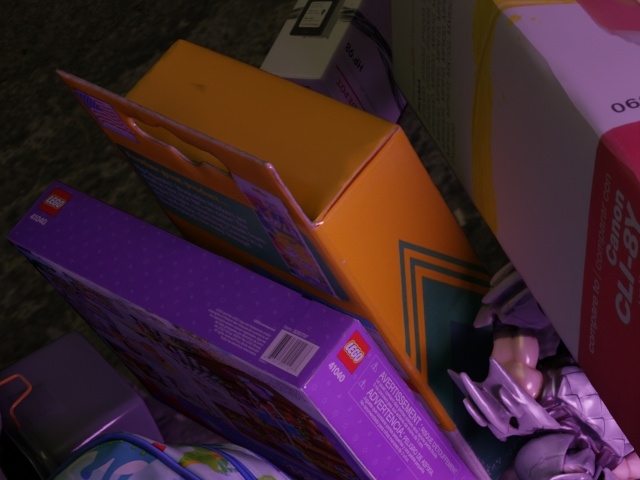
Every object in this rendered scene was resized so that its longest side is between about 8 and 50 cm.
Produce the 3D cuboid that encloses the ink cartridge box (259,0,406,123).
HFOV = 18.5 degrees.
[{"bbox_3d":[0.018,-0.128,1.464,0.060,0.104,0.180,7,58,34],"label":"ink cartridge box"}]

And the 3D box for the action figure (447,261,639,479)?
[{"bbox_3d":[0.168,0.053,1.169,0.099,0.185,0.285,-15,37,34],"label":"action figure"}]

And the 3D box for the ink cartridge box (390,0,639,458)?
[{"bbox_3d":[0.226,-0.081,1.073,0.279,0.160,0.385,-14,40,-13],"label":"ink cartridge box"}]

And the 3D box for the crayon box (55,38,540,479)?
[{"bbox_3d":[0.000,0.000,1.201,0.203,0.323,0.083,26,69,43],"label":"crayon box"}]

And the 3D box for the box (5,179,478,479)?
[{"bbox_3d":[-0.050,0.078,1.253,0.293,0.201,0.057,24,68,42],"label":"box"}]

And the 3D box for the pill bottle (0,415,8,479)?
[{"bbox_3d":[-0.308,0.104,1.318,0.152,0.152,0.272,-36,66,-1],"label":"pill bottle"}]

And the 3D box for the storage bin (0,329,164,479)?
[{"bbox_3d":[-0.179,0.122,1.380,0.091,0.098,0.135,-35,42,-16],"label":"storage bin"}]

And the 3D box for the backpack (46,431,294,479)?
[{"bbox_3d":[-0.116,0.282,1.106,0.355,0.273,0.290,-35,33,-18],"label":"backpack"}]
